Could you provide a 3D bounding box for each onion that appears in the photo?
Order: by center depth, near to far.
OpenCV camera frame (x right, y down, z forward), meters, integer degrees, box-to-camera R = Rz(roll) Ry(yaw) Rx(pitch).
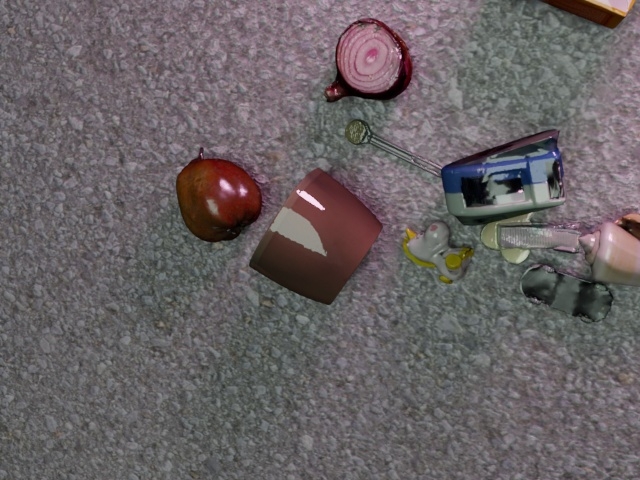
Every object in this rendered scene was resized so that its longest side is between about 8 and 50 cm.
[{"bbox_3d":[0.102,-0.387,1.464,0.218,0.140,0.195,-41,83,22],"label":"onion"}]

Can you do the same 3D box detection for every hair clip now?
[{"bbox_3d":[0.474,-0.021,1.450,0.219,0.071,0.159,1,99,20],"label":"hair clip"}]

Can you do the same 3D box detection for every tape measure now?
[{"bbox_3d":[0.390,-0.128,1.355,0.262,0.259,0.138,-17,95,21],"label":"tape measure"}]

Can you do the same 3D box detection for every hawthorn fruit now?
[{"bbox_3d":[-0.265,-0.124,1.625,0.208,0.208,0.248,-35,72,22],"label":"hawthorn fruit"}]

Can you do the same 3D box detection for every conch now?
[{"bbox_3d":[0.673,0.038,1.387,0.255,0.127,0.158,26,75,-10],"label":"conch"}]

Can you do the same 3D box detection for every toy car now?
[{"bbox_3d":[0.558,0.117,1.459,0.205,0.056,0.095,21,107,17],"label":"toy car"}]

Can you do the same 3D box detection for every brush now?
[{"bbox_3d":[0.179,-0.216,1.532,0.266,0.027,0.062,27,109,11],"label":"brush"}]

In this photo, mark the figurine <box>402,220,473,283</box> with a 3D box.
[{"bbox_3d":[0.274,0.025,1.523,0.178,0.109,0.129,42,133,10],"label":"figurine"}]

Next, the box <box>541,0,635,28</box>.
[{"bbox_3d":[0.512,-0.593,1.243,0.284,0.214,0.259,27,106,10],"label":"box"}]

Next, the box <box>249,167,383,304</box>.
[{"bbox_3d":[0.000,0.000,1.509,0.216,0.301,0.301,34,110,1],"label":"box"}]
